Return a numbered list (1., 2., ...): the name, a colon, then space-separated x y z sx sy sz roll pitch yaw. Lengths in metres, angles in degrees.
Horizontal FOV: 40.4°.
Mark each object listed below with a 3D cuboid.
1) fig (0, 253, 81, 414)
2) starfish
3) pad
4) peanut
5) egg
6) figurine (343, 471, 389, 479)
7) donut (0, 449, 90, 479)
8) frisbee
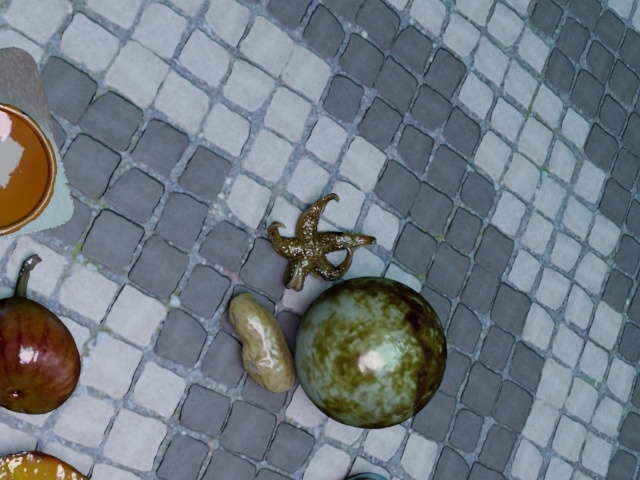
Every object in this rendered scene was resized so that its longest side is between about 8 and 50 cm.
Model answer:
1. fig: -0.414 0.140 1.168 0.202 0.148 0.149 46 24 22
2. starfish: 0.002 0.000 1.444 0.190 0.074 0.146 -15 95 -30
3. pad: -0.460 -0.135 1.230 0.176 0.002 0.266 -16 95 -30
4. peanut: -0.095 0.165 1.380 0.080 0.080 0.174 -28 96 -28
5. egg: 0.086 0.173 1.381 0.289 0.238 0.238 -10 92 -63
6. figurine: 0.023 0.467 1.412 0.245 0.110 0.138 -14 103 -27
7. donut: -0.402 0.373 1.191 0.190 0.074 0.174 18 77 -32
8. frisbee: -0.464 -0.099 1.202 0.192 0.035 0.192 3 85 -29
